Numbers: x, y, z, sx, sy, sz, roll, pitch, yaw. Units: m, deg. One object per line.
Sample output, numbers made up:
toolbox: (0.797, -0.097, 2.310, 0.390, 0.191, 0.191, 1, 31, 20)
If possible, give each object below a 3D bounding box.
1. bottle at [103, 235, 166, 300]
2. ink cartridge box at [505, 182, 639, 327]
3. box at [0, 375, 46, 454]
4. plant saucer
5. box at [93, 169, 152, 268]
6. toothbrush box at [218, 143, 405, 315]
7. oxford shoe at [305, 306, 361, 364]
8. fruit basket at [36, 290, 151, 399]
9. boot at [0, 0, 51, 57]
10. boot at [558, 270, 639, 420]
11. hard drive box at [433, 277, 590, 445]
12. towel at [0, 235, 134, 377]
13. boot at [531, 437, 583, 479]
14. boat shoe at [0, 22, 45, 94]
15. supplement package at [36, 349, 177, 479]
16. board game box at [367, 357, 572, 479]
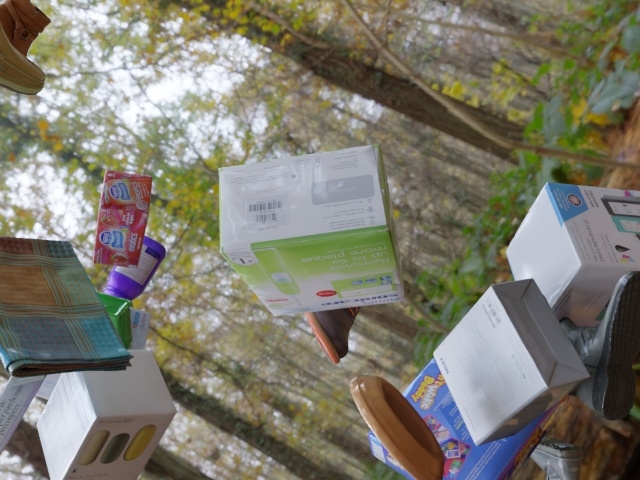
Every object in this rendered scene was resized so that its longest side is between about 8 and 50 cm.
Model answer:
bottle: (-0.598, 0.120, 2.223, 0.282, 0.118, 0.092, -63, 3, -23)
ink cartridge box: (0.515, 0.040, 1.273, 0.197, 0.270, 0.198, 106, 163, -47)
box: (-0.632, 0.310, 1.503, 0.067, 0.063, 0.323, -45, 20, 42)
plant saucer: (0.122, 0.278, 1.068, 0.037, 0.200, 0.200, -42, -12, 8)
box: (-0.521, -0.050, 1.862, 0.256, 0.123, 0.128, 118, 155, -49)
toothbrush box: (0.000, 0.000, 0.967, 0.283, 0.206, 0.122, 66, -162, -67)
oxford shoe: (0.029, 0.102, 1.208, 0.271, 0.099, 0.096, -99, -16, -59)
fruit basket: (-0.629, 0.298, 1.897, 0.165, 0.327, 0.352, -72, -4, -62)
boot: (-0.663, -0.446, 1.589, 0.152, 0.073, 0.197, -39, -34, -3)
boot: (0.437, 0.152, 1.144, 0.161, 0.084, 0.246, -149, 67, -66)
hard drive box: (0.298, 0.200, 1.153, 0.089, 0.181, 0.232, -7, -32, -25)
towel: (-0.568, 0.121, 1.453, 0.272, 0.370, 0.040, 7, -52, -51)
boot: (0.431, 0.478, 1.311, 0.189, 0.076, 0.208, 122, 145, -84)
boat shoe: (-0.426, -0.254, 0.899, 0.072, 0.068, 0.190, -46, -41, 15)
supplement package: (-0.497, 0.411, 1.637, 0.199, 0.198, 0.262, 8, -56, -41)
board game box: (0.288, 0.311, 1.308, 0.347, 0.233, 0.078, -41, -41, -27)
